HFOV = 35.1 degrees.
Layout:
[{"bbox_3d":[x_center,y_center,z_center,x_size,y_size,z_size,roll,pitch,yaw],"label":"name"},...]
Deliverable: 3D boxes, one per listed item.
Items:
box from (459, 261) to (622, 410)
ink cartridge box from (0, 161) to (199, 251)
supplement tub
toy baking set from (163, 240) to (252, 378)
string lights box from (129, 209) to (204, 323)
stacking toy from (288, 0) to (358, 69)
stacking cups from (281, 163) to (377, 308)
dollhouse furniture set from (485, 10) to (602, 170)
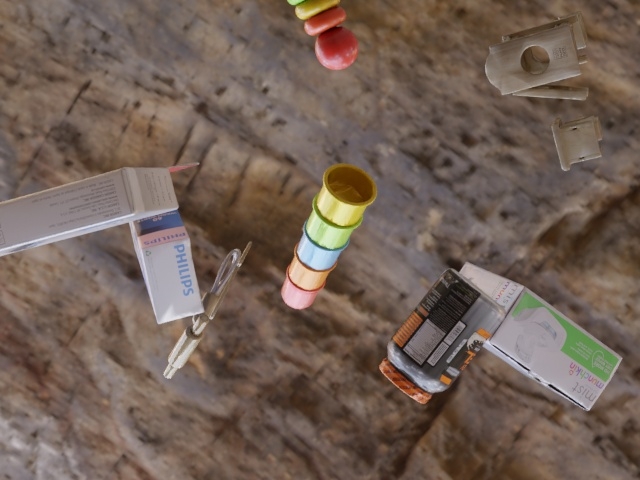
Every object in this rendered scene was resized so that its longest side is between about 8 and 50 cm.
[{"bbox_3d":[0.381,0.177,1.887,0.262,0.126,0.231,35,177,-20],"label":"box"},{"bbox_3d":[-0.334,-0.039,1.376,0.261,0.296,0.066,-21,-83,-74],"label":"ink cartridge box"},{"bbox_3d":[0.182,0.147,1.540,0.117,0.190,0.117,37,-174,-4],"label":"supplement tub"},{"bbox_3d":[-0.192,0.111,1.673,0.030,0.256,0.196,29,-137,-8],"label":"toy baking set"},{"bbox_3d":[-0.252,0.008,1.600,0.077,0.133,0.259,-13,-153,-11],"label":"string lights box"},{"bbox_3d":[-0.012,-0.505,2.047,0.330,0.141,0.141,64,-159,-11],"label":"stacking toy"},{"bbox_3d":[0.000,0.000,1.775,0.096,0.316,0.096,12,-130,-14],"label":"stacking cups"},{"bbox_3d":[0.276,-0.178,1.219,0.182,0.101,0.160,-42,-62,-65],"label":"dollhouse furniture set"}]
